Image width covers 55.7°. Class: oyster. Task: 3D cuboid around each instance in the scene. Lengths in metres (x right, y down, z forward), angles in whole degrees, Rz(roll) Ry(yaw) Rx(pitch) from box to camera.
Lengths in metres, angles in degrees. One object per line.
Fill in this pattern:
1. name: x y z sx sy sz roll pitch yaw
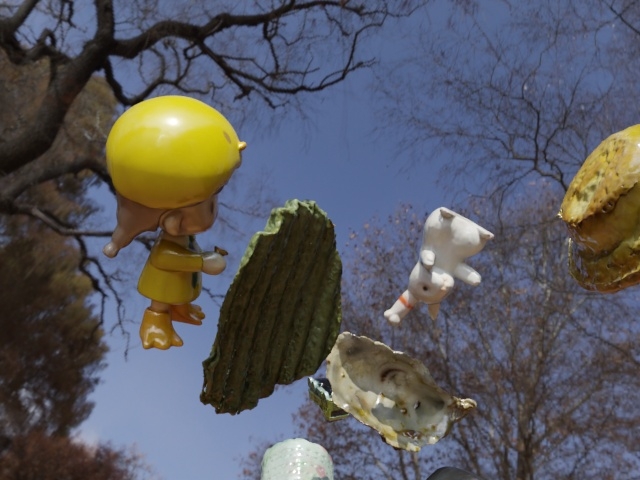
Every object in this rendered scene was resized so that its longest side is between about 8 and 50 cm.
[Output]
1. oyster: 0.171 0.368 1.352 0.396 0.204 0.111 29 -30 -10

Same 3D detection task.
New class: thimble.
1. thimble: -0.065 0.605 1.489 0.185 0.149 0.211 28 -60 -19

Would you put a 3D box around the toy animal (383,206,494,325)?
1. toy animal: 0.250 0.069 1.275 0.140 0.282 0.138 22 -3 -16

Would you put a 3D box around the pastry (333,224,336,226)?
1. pastry: 0.001 0.002 1.613 0.063 0.087 0.169 -8 -24 -15

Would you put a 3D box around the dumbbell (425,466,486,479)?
1. dumbbell: 0.127 0.478 0.799 0.204 0.322 0.204 36 -38 35

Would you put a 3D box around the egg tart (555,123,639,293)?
1. egg tart: 0.638 -0.099 1.256 0.178 0.443 0.443 31 -45 -5

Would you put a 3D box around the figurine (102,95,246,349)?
1. figurine: -0.207 -0.029 0.858 0.187 0.215 0.344 4 -75 -9

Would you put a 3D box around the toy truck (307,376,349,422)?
1. toy truck: 0.024 0.495 1.875 0.085 0.191 0.116 -5 -80 -22

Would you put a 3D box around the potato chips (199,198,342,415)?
1. potato chips: -0.067 0.125 1.081 0.070 0.358 0.429 26 -67 30
